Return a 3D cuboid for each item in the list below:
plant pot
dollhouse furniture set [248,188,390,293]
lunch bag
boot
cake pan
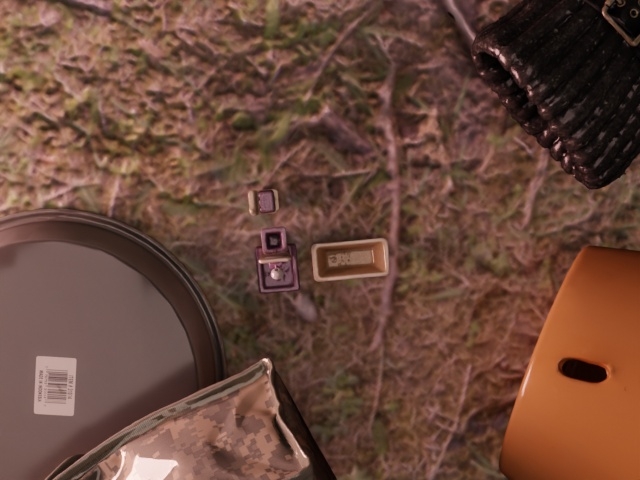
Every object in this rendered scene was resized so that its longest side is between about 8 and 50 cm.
[{"bbox_3d":[0.271,0.132,1.378,0.203,0.291,0.291,20,95,13],"label":"plant pot"},{"bbox_3d":[0.000,0.000,1.443,0.114,0.081,0.091,-5,95,-1],"label":"dollhouse furniture set"},{"bbox_3d":[-0.110,0.269,1.386,0.287,0.169,0.235,-27,128,0],"label":"lunch bag"},{"bbox_3d":[0.212,-0.242,1.401,0.260,0.131,0.348,-37,95,2],"label":"boot"},{"bbox_3d":[-0.226,0.120,1.464,0.293,0.054,0.293,0,95,-2],"label":"cake pan"}]
